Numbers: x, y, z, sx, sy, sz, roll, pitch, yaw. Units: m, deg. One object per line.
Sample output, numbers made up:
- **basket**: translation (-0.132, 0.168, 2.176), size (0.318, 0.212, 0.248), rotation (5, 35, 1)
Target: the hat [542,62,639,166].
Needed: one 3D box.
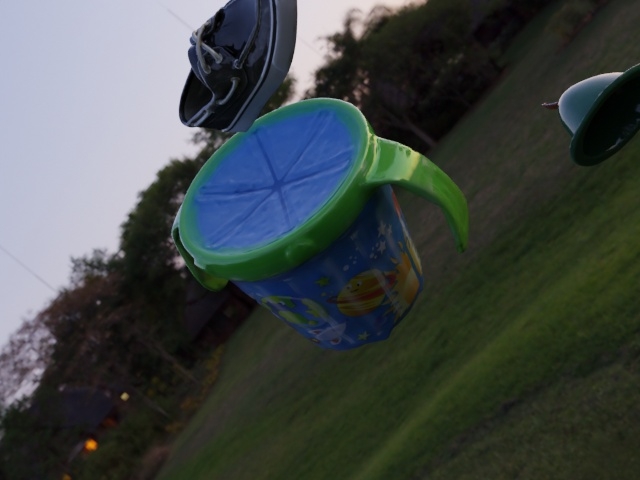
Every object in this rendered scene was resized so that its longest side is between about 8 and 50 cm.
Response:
- **hat**: translation (0.381, -0.226, 1.208), size (0.173, 0.183, 0.208), rotation (-17, -39, -30)

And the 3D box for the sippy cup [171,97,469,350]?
- **sippy cup**: translation (0.000, 0.000, 0.897), size (0.240, 0.224, 0.305), rotation (-47, 39, -11)

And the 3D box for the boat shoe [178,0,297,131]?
- **boat shoe**: translation (-0.077, -0.156, 0.695), size (0.070, 0.078, 0.219), rotation (-5, -22, -23)
